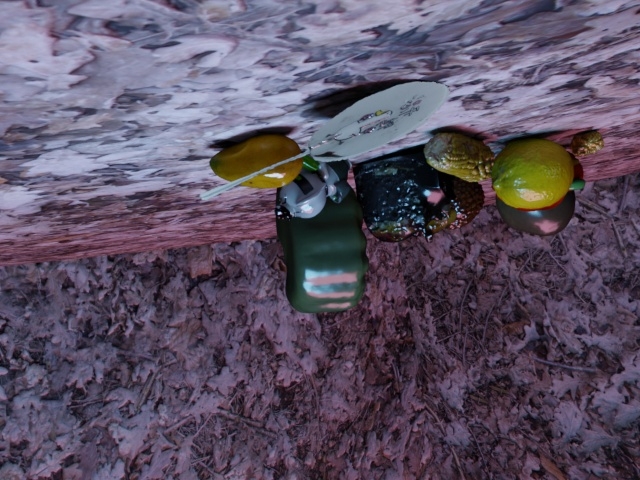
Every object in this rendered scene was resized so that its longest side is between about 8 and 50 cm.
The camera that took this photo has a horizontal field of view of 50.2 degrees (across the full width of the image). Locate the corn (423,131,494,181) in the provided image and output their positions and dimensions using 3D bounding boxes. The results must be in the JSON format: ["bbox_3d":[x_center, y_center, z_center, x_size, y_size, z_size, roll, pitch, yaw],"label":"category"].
[{"bbox_3d":[0.302,-0.179,1.467,0.097,0.096,0.320,-11,175,29],"label":"corn"}]

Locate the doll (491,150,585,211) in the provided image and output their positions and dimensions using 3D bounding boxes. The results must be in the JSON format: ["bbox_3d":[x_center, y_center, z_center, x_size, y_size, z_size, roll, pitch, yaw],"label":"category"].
[{"bbox_3d":[0.571,-0.161,1.851,0.363,0.160,0.183,-11,-137,-43],"label":"doll"}]

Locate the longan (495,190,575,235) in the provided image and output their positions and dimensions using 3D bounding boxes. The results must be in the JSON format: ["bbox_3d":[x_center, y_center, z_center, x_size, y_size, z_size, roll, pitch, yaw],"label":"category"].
[{"bbox_3d":[0.660,-0.125,2.097,0.249,0.248,0.248,-9,177,0],"label":"longan"}]

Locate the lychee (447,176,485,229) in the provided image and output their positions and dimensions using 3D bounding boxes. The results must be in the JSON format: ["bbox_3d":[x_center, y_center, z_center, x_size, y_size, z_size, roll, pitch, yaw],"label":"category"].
[{"bbox_3d":[0.401,-0.129,2.066,0.188,0.188,0.188,-9,177,0],"label":"lychee"}]

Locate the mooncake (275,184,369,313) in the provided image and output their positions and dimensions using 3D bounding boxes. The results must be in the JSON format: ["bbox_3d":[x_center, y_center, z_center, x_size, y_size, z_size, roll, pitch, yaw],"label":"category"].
[{"bbox_3d":[0.000,0.000,1.652,0.188,0.350,0.351,-4,176,-9],"label":"mooncake"}]

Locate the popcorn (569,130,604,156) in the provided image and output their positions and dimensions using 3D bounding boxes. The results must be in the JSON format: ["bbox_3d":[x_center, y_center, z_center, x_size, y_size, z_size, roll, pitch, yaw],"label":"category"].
[{"bbox_3d":[0.666,-0.242,1.708,0.082,0.057,0.083,-12,173,30],"label":"popcorn"}]

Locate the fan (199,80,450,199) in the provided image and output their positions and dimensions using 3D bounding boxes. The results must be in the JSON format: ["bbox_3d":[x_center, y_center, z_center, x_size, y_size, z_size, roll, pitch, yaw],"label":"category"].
[{"bbox_3d":[0.006,-0.149,1.041,0.415,0.012,0.233,-22,166,-2],"label":"fan"}]

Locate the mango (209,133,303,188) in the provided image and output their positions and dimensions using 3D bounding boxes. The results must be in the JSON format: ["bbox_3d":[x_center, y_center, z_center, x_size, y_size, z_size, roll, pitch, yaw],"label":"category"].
[{"bbox_3d":[-0.104,-0.131,1.161,0.165,0.089,0.115,-9,172,41],"label":"mango"}]

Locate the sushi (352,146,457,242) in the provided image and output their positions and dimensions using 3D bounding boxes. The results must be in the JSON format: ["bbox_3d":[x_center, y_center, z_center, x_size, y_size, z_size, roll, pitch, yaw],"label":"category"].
[{"bbox_3d":[0.206,-0.096,1.612,0.227,0.212,0.215,-7,177,27],"label":"sushi"}]

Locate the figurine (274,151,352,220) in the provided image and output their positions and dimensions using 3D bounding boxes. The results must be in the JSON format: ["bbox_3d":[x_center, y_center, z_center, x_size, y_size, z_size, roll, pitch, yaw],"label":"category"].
[{"bbox_3d":[-0.020,-0.109,1.413,0.192,0.126,0.147,-42,178,-22],"label":"figurine"}]

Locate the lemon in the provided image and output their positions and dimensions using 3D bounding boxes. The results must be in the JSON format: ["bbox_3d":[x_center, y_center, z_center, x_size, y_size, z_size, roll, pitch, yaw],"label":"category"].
[{"bbox_3d":[0.507,-0.162,1.642,0.193,0.180,0.180,-6,178,11],"label":"lemon"}]
